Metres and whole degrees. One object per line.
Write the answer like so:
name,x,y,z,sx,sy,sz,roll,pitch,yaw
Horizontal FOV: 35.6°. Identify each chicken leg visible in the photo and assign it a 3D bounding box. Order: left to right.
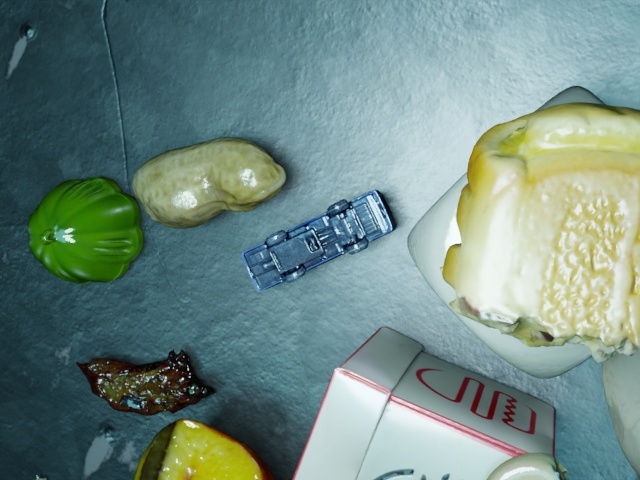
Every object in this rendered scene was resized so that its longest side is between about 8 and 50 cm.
chicken leg,-0.281,0.231,1.606,0.234,0.063,0.105,-7,88,17

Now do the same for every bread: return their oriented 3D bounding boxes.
bread,0.292,-0.010,1.042,0.315,0.211,0.270,10,89,7

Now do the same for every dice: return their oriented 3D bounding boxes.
dice,0.312,-0.010,1.293,0.277,0.304,0.304,46,105,9

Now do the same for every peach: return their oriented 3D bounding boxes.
peach,-0.168,0.460,1.475,0.242,0.306,0.380,9,119,2

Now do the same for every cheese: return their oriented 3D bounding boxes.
cheese,0.220,0.320,1.167,0.092,0.047,0.171,42,98,8

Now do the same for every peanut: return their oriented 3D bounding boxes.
peanut,-0.170,-0.085,1.514,0.253,0.137,0.122,-14,133,17

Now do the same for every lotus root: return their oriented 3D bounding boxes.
lotus root,-0.392,-0.009,1.563,0.186,0.186,0.186,1,95,16

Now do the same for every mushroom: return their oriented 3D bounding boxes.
mushroom,0.450,0.251,1.312,0.128,0.128,0.350,-11,122,16

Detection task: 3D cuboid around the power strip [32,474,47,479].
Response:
power strip,-0.474,0.440,1.700,0.027,0.017,0.083,-9,92,15

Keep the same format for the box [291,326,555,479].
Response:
box,0.131,0.337,1.370,0.300,0.312,0.314,22,99,10

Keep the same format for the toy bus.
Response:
toy bus,-0.001,-0.003,1.492,0.236,0.094,0.079,-25,94,18
